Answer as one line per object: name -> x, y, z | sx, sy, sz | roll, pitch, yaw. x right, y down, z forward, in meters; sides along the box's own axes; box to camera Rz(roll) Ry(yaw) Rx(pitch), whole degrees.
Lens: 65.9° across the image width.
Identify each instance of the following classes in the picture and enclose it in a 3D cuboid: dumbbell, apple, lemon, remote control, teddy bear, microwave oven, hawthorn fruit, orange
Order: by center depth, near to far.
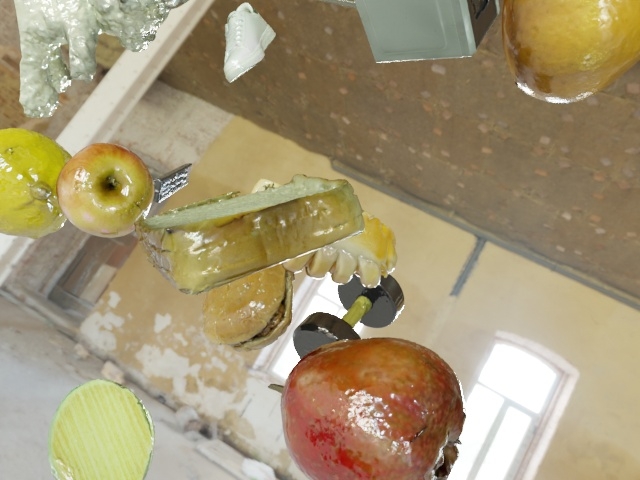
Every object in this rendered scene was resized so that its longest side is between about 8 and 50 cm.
orange -> 0.246, -0.210, 0.478 | 0.134, 0.156, 0.156 | 7, -20, 20
apple -> -0.332, -0.077, 0.765 | 0.147, 0.146, 0.146 | 30, -11, 7
hawthorn fruit -> 0.060, 0.292, 0.838 | 0.369, 0.284, 0.285 | 2, -26, 30
microwave oven -> 0.179, -0.503, 0.887 | 0.238, 0.181, 0.295 | 13, -32, 38
teddy bear -> -0.457, -0.444, 1.093 | 0.363, 0.327, 0.375 | 6, -49, -14
lemon -> -0.709, -0.136, 1.180 | 0.322, 0.268, 0.268 | 14, -18, 30
remote control -> -0.367, -0.148, 1.232 | 0.025, 0.063, 0.245 | 12, 17, -1
dumbbell -> 0.086, 0.230, 1.424 | 0.204, 0.322, 0.203 | 21, -49, 26

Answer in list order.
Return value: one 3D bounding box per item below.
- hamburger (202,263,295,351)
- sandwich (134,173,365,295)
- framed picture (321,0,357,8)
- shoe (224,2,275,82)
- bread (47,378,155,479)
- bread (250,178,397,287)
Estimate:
hamburger -> -0.192, 0.145, 1.302 | 0.144, 0.260, 0.283 | 45, 24, -35
sandwich -> -0.089, -0.016, 0.634 | 0.226, 0.251, 0.086 | 10, -63, 61
framed picture -> 0.101, -0.642, 1.268 | 0.260, 0.189, 0.023 | 17, -43, 11
shoe -> -0.185, -0.458, 1.130 | 0.095, 0.264, 0.110 | -23, -59, 27
bread -> -0.509, 0.468, 1.151 | 0.302, 0.301, 0.045 | 27, 1, 20
bread -> 0.000, 0.000, 0.966 | 0.312, 0.172, 0.121 | 19, -46, -13
